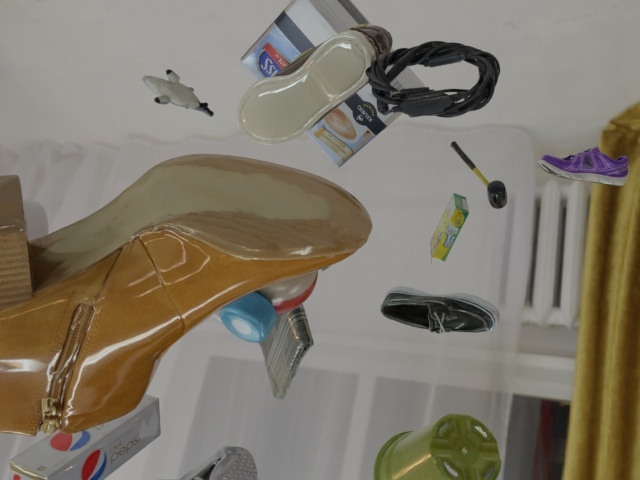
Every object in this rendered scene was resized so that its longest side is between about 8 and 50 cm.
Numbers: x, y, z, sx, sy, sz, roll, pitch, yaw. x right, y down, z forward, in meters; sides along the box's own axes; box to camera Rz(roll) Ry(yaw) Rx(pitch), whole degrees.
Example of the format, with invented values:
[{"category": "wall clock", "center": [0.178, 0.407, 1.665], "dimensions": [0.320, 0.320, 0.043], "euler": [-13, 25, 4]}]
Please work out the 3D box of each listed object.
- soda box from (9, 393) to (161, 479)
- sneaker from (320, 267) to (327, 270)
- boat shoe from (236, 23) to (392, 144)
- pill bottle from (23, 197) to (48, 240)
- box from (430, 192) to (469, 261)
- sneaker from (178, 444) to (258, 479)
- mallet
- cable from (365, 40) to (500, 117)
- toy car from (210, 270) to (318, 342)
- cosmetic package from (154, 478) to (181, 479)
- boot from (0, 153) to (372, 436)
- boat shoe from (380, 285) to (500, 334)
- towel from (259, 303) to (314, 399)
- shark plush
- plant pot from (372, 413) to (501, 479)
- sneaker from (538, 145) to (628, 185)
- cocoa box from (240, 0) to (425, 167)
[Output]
[{"category": "soda box", "center": [-0.323, 0.291, 0.916], "dimensions": [0.074, 0.069, 0.216], "euler": [10, -161, 24]}, {"category": "sneaker", "center": [0.000, 0.000, 1.423], "dimensions": [0.076, 0.065, 0.166], "euler": [42, 147, 19]}, {"category": "boat shoe", "center": [-0.016, -0.256, 1.080], "dimensions": [0.324, 0.097, 0.116], "euler": [-24, 103, 45]}, {"category": "pill bottle", "center": [-0.392, -0.009, 0.639], "dimensions": [0.209, 0.119, 0.119], "euler": [9, 166, -43]}, {"category": "box", "center": [0.339, -0.026, 1.730], "dimensions": [0.043, 0.105, 0.179], "euler": [21, 120, -4]}, {"category": "sneaker", "center": [-0.235, 0.351, 0.724], "dimensions": [0.210, 0.366, 0.137], "euler": [5, 118, 29]}, {"category": "mallet", "center": [0.330, -0.150, 1.368], "dimensions": [0.039, 0.189, 0.062], "euler": [-32, 153, 1]}, {"category": "cable", "center": [0.160, -0.230, 0.915], "dimensions": [0.185, 0.150, 0.047], "euler": [-12, 136, -1]}, {"category": "toy car", "center": [-0.110, 0.068, 0.980], "dimensions": [0.210, 0.219, 0.238], "euler": [25, 143, 12]}, {"category": "cosmetic package", "center": [-0.145, 0.668, 1.170], "dimensions": [0.328, 0.393, 0.329], "euler": [12, 169, -26]}, {"category": "boot", "center": [-0.122, 0.050, 0.478], "dimensions": [0.295, 0.104, 0.211], "euler": [-2, 132, -20]}, {"category": "boat shoe", "center": [0.330, 0.217, 1.833], "dimensions": [0.335, 0.119, 0.121], "euler": [6, 119, 27]}, {"category": "towel", "center": [-0.090, 0.133, 1.328], "dimensions": [0.056, 0.312, 0.324], "euler": [-10, 152, -20]}, {"category": "shark plush", "center": [-0.293, -0.311, 1.370], "dimensions": [0.161, 0.073, 0.067], "euler": [9, -175, -38]}, {"category": "plant pot", "center": [0.300, 0.551, 1.575], "dimensions": [0.276, 0.276, 0.254], "euler": [16, 139, -9]}, {"category": "sneaker", "center": [0.506, -0.149, 1.250], "dimensions": [0.170, 0.071, 0.068], "euler": [7, -172, 0]}, {"category": "cocoa box", "center": [0.034, -0.396, 1.533], "dimensions": [0.347, 0.231, 0.228], "euler": [47, 122, -7]}]
